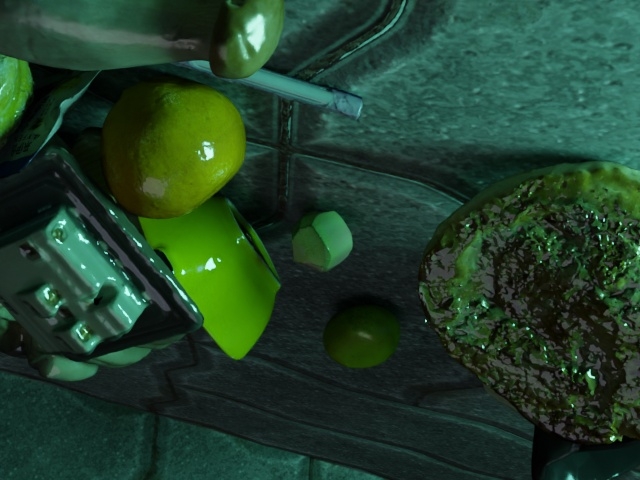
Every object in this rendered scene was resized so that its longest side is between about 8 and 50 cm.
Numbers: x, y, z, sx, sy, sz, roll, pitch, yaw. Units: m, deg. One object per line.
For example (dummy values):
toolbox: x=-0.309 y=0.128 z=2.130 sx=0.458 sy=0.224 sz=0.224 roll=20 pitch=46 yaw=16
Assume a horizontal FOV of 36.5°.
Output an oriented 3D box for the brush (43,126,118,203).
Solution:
brush: x=-0.317 y=-0.074 z=1.143 sx=0.166 sy=0.174 sz=0.266 roll=29 pitch=148 yaw=-11

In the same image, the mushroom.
mushroom: x=-0.202 y=-0.204 z=0.787 sx=0.350 sy=0.128 sz=0.128 roll=11 pitch=158 yaw=3

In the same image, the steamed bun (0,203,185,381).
steamed bun: x=-0.364 y=0.083 z=1.435 sx=0.352 sy=0.247 sz=0.339 roll=18 pitch=157 yaw=3

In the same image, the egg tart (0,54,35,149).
egg tart: x=-0.353 y=-0.133 z=0.970 sx=0.197 sy=0.197 sz=0.078 roll=-8 pitch=148 yaw=44

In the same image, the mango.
mango: x=0.070 y=0.155 z=1.550 sx=0.117 sy=0.089 sz=0.163 roll=21 pitch=157 yaw=-18

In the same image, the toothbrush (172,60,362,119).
toothbrush: x=-0.130 y=-0.177 z=0.946 sx=0.354 sy=0.024 sz=0.029 roll=16 pitch=164 yaw=-4

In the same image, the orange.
orange: x=-0.154 y=-0.098 z=0.995 sx=0.136 sy=0.159 sz=0.159 roll=50 pitch=155 yaw=1

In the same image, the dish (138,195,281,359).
dish: x=-0.133 y=0.020 z=1.277 sx=0.108 sy=0.221 sz=0.262 roll=-30 pitch=139 yaw=2

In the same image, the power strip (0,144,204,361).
power strip: x=-0.289 y=0.040 z=1.052 sx=0.251 sy=0.092 sz=0.257 roll=-14 pitch=122 yaw=45

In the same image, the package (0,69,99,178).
package: x=-0.298 y=-0.120 z=0.995 sx=0.171 sy=0.173 sz=0.027 roll=-7 pitch=133 yaw=43

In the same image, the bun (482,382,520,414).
bun: x=0.302 y=0.134 z=1.177 sx=0.231 sy=0.231 sz=0.133 roll=13 pitch=-167 yaw=3

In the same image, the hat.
hat: x=0.442 y=0.240 z=1.486 sx=0.238 sy=0.209 sz=0.336 roll=3 pitch=148 yaw=-31

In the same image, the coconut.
coconut: x=0.000 y=0.000 z=1.232 sx=0.082 sy=0.081 sz=0.083 roll=13 pitch=126 yaw=33

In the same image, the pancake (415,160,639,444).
pancake: x=0.283 y=0.074 z=1.028 sx=0.356 sy=0.065 sz=0.356 roll=12 pitch=124 yaw=18
